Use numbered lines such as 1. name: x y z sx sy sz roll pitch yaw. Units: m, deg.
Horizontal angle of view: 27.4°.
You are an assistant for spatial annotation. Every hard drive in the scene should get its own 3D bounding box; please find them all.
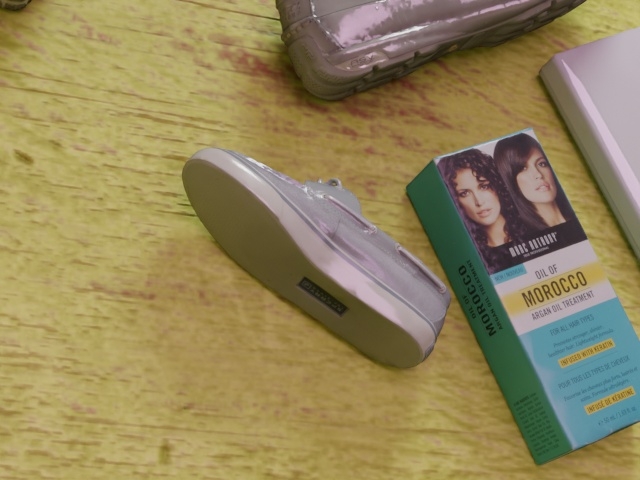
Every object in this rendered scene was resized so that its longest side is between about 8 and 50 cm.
1. hard drive: 0.341 -0.046 1.126 0.203 0.040 0.307 -20 76 -25

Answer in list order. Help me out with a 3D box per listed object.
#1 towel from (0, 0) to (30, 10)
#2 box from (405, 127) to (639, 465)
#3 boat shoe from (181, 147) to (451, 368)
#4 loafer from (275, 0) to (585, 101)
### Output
1. towel: -0.297 -0.275 0.889 0.284 0.235 0.121 20 67 -10
2. box: 0.167 0.041 1.018 0.100 0.060 0.244 -19 76 -25
3. boat shoe: 0.001 0.000 0.975 0.227 0.079 0.081 39 52 -6
4. loafer: 0.113 -0.212 1.074 0.319 0.112 0.111 -20 85 -25
